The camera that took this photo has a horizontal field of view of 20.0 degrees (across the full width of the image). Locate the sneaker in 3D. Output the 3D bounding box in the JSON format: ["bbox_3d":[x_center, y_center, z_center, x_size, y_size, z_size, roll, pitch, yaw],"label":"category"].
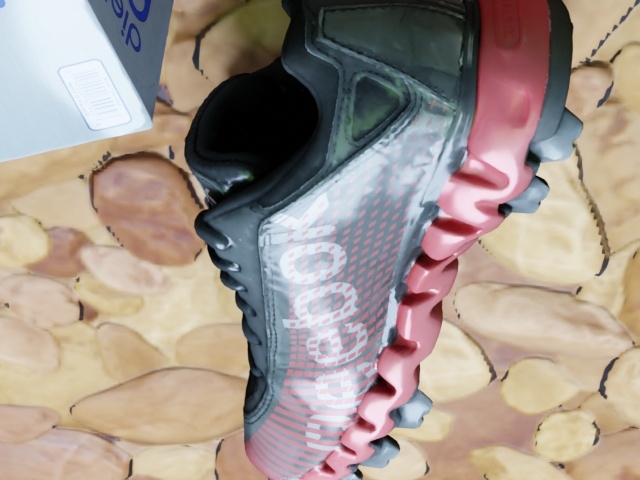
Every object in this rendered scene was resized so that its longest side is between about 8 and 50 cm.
[{"bbox_3d":[0.000,0.000,0.749,0.135,0.097,0.276,13,132,-11],"label":"sneaker"}]

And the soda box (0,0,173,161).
[{"bbox_3d":[-0.142,-0.159,0.594,0.091,0.098,0.286,-11,133,15],"label":"soda box"}]
